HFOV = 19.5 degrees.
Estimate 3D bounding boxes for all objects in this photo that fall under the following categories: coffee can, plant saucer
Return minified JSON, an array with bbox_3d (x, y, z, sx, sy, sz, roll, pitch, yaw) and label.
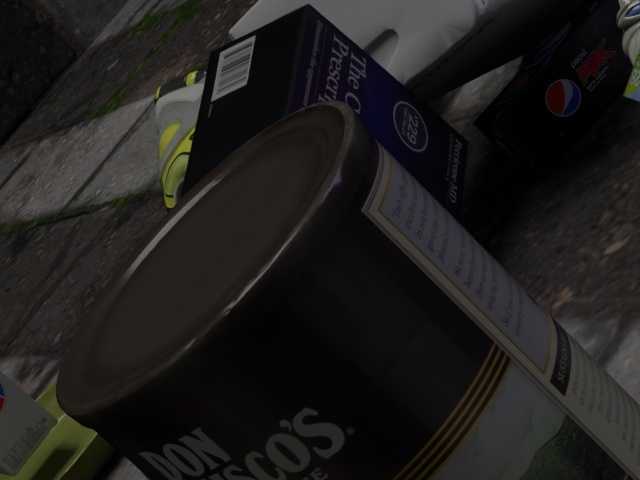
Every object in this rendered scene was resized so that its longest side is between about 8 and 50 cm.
[{"bbox_3d":[0.036,0.094,0.937,0.201,0.275,0.201,-41,18,17],"label":"coffee can"},{"bbox_3d":[-0.247,0.198,1.739,0.241,0.037,0.241,-40,19,17],"label":"plant saucer"}]

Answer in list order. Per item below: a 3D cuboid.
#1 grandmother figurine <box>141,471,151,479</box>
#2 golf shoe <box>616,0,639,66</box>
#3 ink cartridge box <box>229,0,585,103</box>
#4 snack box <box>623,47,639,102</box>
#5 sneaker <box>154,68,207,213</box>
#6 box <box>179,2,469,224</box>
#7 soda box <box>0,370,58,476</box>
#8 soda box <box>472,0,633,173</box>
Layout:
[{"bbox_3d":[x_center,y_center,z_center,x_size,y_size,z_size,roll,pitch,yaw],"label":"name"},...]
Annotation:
[{"bbox_3d":[-0.029,0.053,1.484,0.208,0.104,0.342,6,45,33],"label":"grandmother figurine"},{"bbox_3d":[0.295,-0.154,1.279,0.176,0.069,0.086,-25,64,22],"label":"golf shoe"},{"bbox_3d":[0.112,-0.210,1.452,0.307,0.129,0.223,-30,-6,-46],"label":"ink cartridge box"},{"bbox_3d":[0.279,-0.146,1.143,0.207,0.070,0.174,-132,59,-72],"label":"snack box"},{"bbox_3d":[-0.029,-0.106,1.805,0.385,0.145,0.147,-17,68,55],"label":"sneaker"},{"bbox_3d":[0.000,0.000,1.267,0.103,0.184,0.261,-21,45,35],"label":"box"},{"bbox_3d":[-0.351,0.125,1.713,0.069,0.216,0.074,-53,19,-20],"label":"soda box"},{"bbox_3d":[0.197,-0.131,1.419,0.169,0.060,0.053,-47,12,-6],"label":"soda box"}]
